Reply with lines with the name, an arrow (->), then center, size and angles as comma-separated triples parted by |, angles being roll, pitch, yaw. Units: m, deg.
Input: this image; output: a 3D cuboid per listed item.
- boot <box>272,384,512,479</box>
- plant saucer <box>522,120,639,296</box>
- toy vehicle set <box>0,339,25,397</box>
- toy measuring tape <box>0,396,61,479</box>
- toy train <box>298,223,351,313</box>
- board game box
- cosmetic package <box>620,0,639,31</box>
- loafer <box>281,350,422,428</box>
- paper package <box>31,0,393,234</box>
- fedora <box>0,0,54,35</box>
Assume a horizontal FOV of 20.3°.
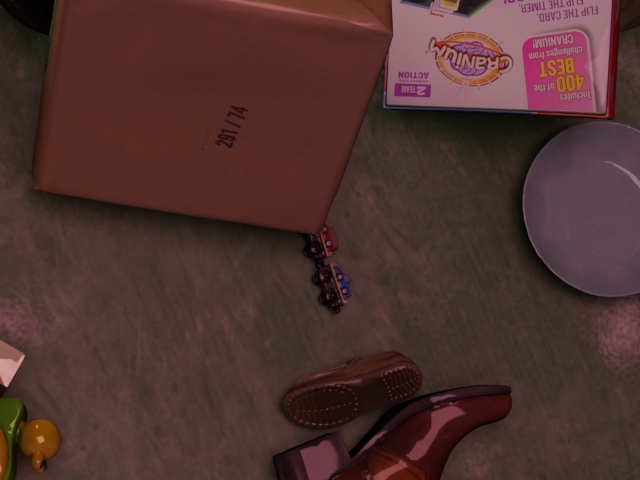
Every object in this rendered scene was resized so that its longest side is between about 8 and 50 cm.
boot -> 0.116, 0.304, 1.817 | 0.264, 0.096, 0.280 | -21, 86, -15
plant saucer -> 0.307, -0.032, 1.947 | 0.195, 0.037, 0.195 | 2, 81, -13
toy vehicle set -> -0.409, 0.066, 1.706 | 0.267, 0.166, 0.035 | 31, 75, -5
toy measuring tape -> -0.412, 0.223, 1.711 | 0.330, 0.121, 0.121 | -7, 82, -5
toy train -> 0.000, 0.000, 1.880 | 0.036, 0.027, 0.158 | -14, 83, -25
board game box -> 0.194, -0.289, 1.866 | 0.242, 0.064, 0.316 | 4, 93, 16
cosmetic package -> 0.330, -0.401, 1.953 | 0.113, 0.160, 0.309 | -22, 85, -14
loafer -> 0.032, 0.153, 1.849 | 0.148, 0.050, 0.056 | -13, 114, -1
paper package -> -0.107, -0.177, 1.721 | 0.309, 0.325, 0.168 | 8, 53, -10
fedora -> -0.214, -0.362, 1.779 | 0.334, 0.334, 0.152 | -23, 58, -15
